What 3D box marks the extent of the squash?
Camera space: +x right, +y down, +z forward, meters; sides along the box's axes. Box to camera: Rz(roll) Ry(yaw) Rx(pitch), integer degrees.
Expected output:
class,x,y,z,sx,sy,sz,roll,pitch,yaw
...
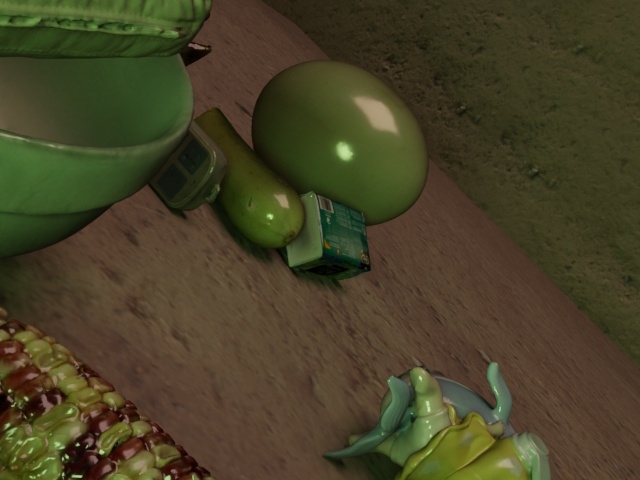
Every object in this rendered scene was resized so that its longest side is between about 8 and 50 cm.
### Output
class,x,y,z,sx,sy,sz,roll,pitch,yaw
squash,-0.099,-0.078,0.992,0.083,0.083,0.250,24,20,-46

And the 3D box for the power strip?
class,x,y,z,sx,sy,sz,roll,pitch,yaw
power strip,-0.185,-0.123,0.898,0.227,0.080,0.029,47,16,23

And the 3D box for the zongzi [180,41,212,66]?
class,x,y,z,sx,sy,sz,roll,pitch,yaw
zongzi,-0.233,-0.217,0.888,0.187,0.184,0.084,53,-24,43

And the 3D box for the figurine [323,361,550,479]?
class,x,y,z,sx,sy,sz,roll,pitch,yaw
figurine,0.111,0.181,0.701,0.209,0.128,0.183,21,26,-31

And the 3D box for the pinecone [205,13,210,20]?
class,x,y,z,sx,sy,sz,roll,pitch,yaw
pinecone,-0.262,-0.375,1.109,0.264,0.264,0.264,37,16,-13

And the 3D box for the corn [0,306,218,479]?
class,x,y,z,sx,sy,sz,roll,pitch,yaw
corn,-0.090,0.140,0.389,0.290,0.098,0.098,40,15,9

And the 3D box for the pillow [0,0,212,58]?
class,x,y,z,sx,sy,sz,roll,pitch,yaw
pillow,-0.209,-0.179,0.361,0.255,0.120,0.322,47,28,10

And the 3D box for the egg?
class,x,y,z,sx,sy,sz,roll,pitch,yaw
egg,0.025,-0.134,1.158,0.269,0.219,0.219,46,16,19

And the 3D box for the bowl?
class,x,y,z,sx,sy,sz,roll,pitch,yaw
bowl,-0.243,-0.106,0.513,0.307,0.163,0.307,29,29,-18

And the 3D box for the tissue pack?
class,x,y,z,sx,sy,sz,roll,pitch,yaw
tissue pack,-0.001,0.000,1.017,0.111,0.079,0.085,18,59,-54
